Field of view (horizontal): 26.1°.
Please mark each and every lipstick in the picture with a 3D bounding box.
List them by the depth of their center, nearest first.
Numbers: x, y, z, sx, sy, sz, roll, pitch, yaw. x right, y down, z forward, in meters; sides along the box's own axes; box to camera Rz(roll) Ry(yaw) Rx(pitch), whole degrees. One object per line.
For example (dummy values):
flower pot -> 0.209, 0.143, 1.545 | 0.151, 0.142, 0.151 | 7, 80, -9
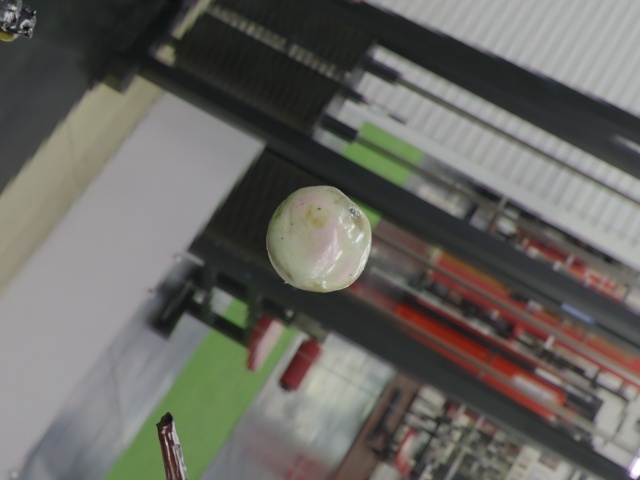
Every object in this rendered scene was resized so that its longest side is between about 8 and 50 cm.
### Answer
lipstick -> -0.148, 0.239, 1.417 | 0.027, 0.027, 0.176 | -52, 152, -37

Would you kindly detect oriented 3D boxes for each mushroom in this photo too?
mushroom -> 0.000, 0.000, 1.063 | 0.083, 0.084, 0.067 | -61, 154, -1

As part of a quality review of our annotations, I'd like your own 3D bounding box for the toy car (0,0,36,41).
toy car -> -0.269, -0.248, 0.956 | 0.314, 0.166, 0.198 | -138, -121, -80
